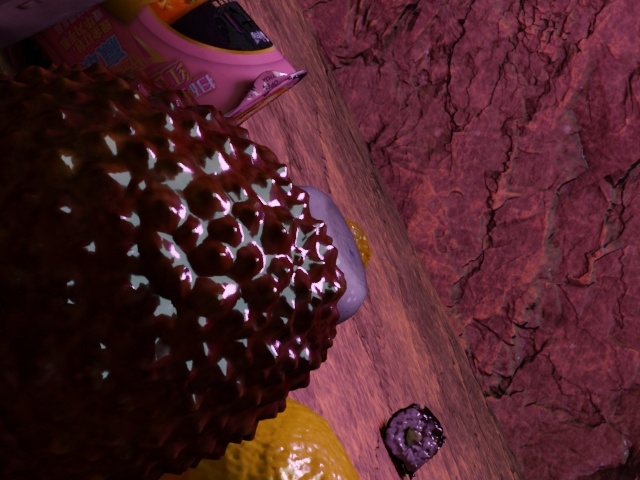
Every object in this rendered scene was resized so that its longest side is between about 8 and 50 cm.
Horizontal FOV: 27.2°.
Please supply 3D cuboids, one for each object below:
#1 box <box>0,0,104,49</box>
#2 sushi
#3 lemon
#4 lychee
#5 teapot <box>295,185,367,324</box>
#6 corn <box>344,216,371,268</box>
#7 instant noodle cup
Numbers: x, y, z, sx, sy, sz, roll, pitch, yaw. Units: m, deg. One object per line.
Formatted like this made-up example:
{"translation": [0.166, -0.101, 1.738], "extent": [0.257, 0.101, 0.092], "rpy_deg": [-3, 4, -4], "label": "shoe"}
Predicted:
{"translation": [-0.225, -0.271, 1.084], "extent": [0.149, 0.231, 0.155], "rpy_deg": [-1, 68, -79], "label": "box"}
{"translation": [0.143, 0.312, 2.077], "extent": [0.094, 0.098, 0.084], "rpy_deg": [48, 5, 5], "label": "sushi"}
{"translation": [-0.054, 0.210, 1.044], "extent": [0.180, 0.180, 0.193], "rpy_deg": [60, -10, -30], "label": "lemon"}
{"translation": [-0.136, 0.023, 0.812], "extent": [0.276, 0.304, 0.275], "rpy_deg": [-171, -90, -80], "label": "lychee"}
{"translation": [-0.023, 0.025, 1.751], "extent": [0.294, 0.129, 0.193], "rpy_deg": [50, 19, -51], "label": "teapot"}
{"translation": [0.004, 0.002, 2.014], "extent": [0.102, 0.102, 0.313], "rpy_deg": [68, 13, 12], "label": "corn"}
{"translation": [-0.177, -0.193, 1.252], "extent": [0.255, 0.244, 0.244], "rpy_deg": [56, 11, -4], "label": "instant noodle cup"}
